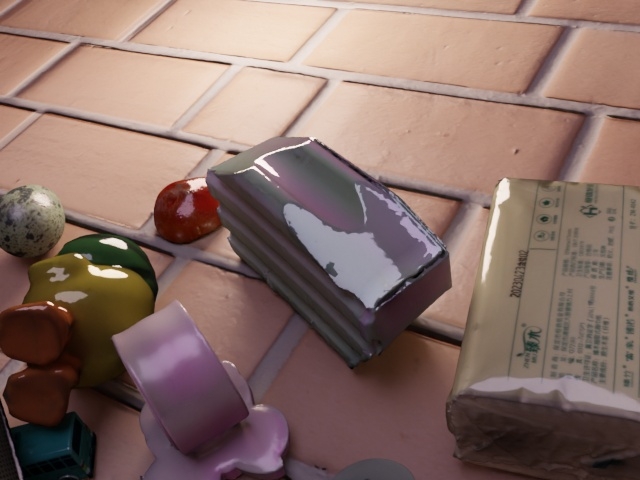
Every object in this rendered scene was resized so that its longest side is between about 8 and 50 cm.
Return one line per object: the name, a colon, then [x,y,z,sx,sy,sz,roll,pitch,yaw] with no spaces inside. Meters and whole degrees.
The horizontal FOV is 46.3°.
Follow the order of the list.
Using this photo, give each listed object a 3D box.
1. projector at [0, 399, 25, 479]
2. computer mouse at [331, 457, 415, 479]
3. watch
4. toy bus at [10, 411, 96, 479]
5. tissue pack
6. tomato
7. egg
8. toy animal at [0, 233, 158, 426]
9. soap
projector: [-0.579,0.354,0.897,0.395,0.242,0.405,-41,47,1]
computer mouse: [0.063,0.364,0.876,0.128,0.079,0.230,-12,47,9]
watch: [-0.184,0.214,0.999,0.211,0.217,0.248,-31,44,-14]
toy bus: [-0.413,0.308,1.066,0.160,0.091,0.079,-15,42,2]
tissue pack: [0.335,0.109,0.950,0.297,0.207,0.380,7,49,21]
tomato: [-0.251,-0.069,1.416,0.156,0.069,0.155,-9,45,9]
egg: [-0.559,-0.041,1.439,0.132,0.132,0.172,-13,31,5]
toy animal: [-0.346,0.112,1.142,0.191,0.215,0.338,1,22,2]
soap: [0.000,0.000,1.128,0.156,0.261,0.446,-31,44,-18]
